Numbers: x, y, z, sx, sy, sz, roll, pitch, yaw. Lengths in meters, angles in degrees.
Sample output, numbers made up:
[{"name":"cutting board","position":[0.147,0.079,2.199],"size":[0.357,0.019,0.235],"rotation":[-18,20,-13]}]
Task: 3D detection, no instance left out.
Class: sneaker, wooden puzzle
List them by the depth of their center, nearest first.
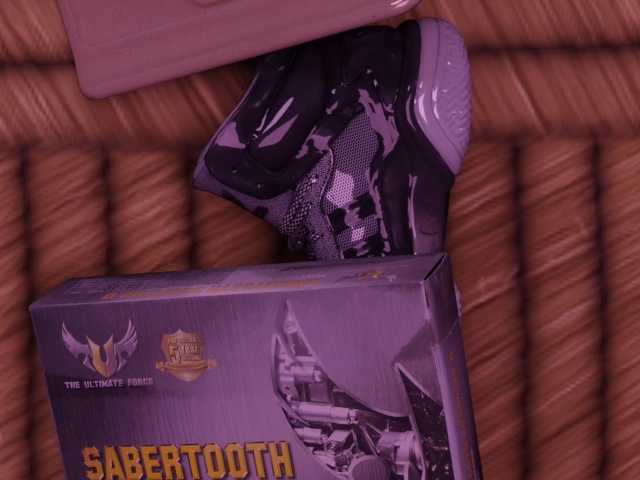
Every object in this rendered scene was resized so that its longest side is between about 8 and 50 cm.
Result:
[{"name":"wooden puzzle","position":[-0.066,-0.217,0.936],"size":[0.221,0.044,0.238],"rotation":[-13,94,22]},{"name":"sneaker","position":[0.000,0.000,0.970],"size":[0.153,0.101,0.268],"rotation":[5,87,-9]}]

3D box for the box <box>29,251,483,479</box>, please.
[{"name":"box","position":[-0.031,0.106,0.924],"size":[0.231,0.056,0.183],"rotation":[-4,106,20]}]
